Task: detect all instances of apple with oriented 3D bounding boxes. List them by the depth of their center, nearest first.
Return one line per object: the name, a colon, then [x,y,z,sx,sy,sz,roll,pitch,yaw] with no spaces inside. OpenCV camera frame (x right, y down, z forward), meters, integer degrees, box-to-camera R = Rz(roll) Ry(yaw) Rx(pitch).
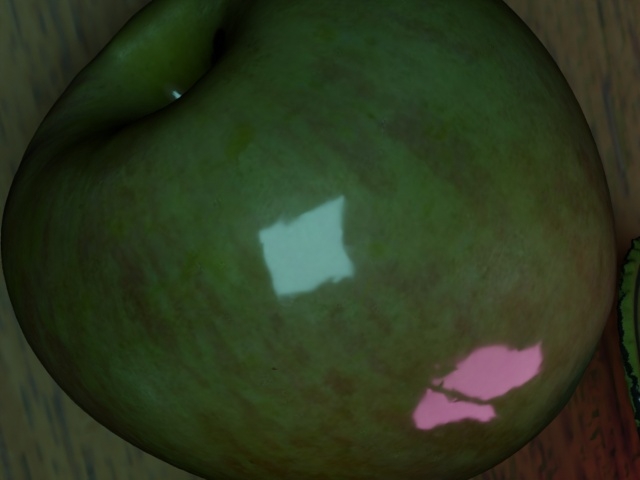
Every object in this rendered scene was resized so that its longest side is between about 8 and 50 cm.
apple: [0.000,0.000,0.810,0.257,0.257,0.234,-38,121,0]

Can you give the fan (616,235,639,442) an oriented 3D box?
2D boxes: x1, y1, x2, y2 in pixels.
fan: [0.169,0.124,0.837,0.011,0.335,0.229,-15,110,21]
